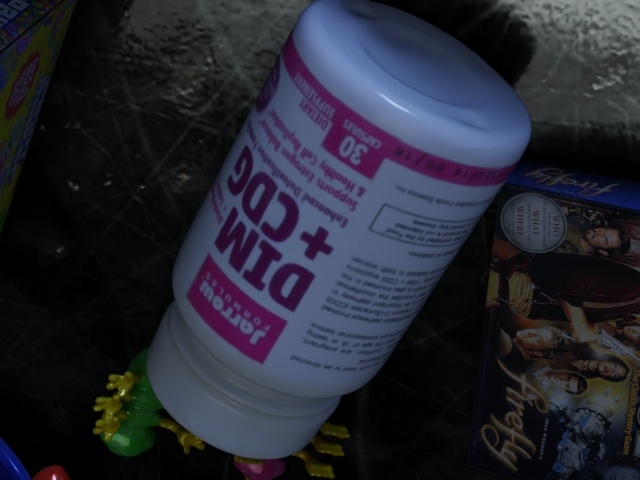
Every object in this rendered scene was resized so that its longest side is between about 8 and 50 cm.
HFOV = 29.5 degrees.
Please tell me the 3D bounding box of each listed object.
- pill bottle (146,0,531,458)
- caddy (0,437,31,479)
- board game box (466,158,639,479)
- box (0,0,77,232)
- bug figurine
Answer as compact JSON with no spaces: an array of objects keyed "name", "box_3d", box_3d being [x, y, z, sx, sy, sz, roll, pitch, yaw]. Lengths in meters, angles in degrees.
[{"name":"pill bottle","box_3d":[0.000,0.000,0.796,0.160,0.160,0.283,28,119,-4]},{"name":"caddy","box_3d":[-0.355,0.285,1.012,0.241,0.179,0.341,46,122,10]},{"name":"board game box","box_3d":[0.195,0.074,0.838,0.165,0.042,0.243,13,123,18]},{"name":"box","box_3d":[-0.352,-0.083,0.818,0.279,0.177,0.290,24,119,-3]},{"name":"bug figurine","box_3d":[-0.106,0.189,0.925,0.279,0.072,0.216,18,105,-30]}]
